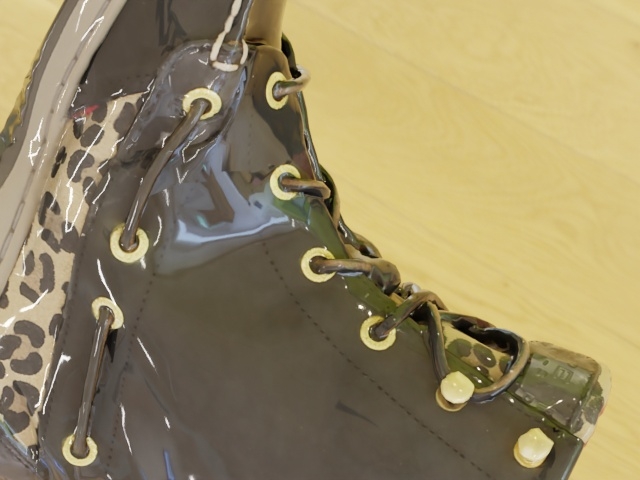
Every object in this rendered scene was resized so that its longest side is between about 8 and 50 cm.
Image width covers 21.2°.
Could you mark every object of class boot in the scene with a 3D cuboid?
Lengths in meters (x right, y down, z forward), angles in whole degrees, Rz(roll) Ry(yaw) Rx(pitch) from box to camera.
[{"bbox_3d":[0.000,0.000,0.751,0.284,0.138,0.377,32,102,1],"label":"boot"}]
